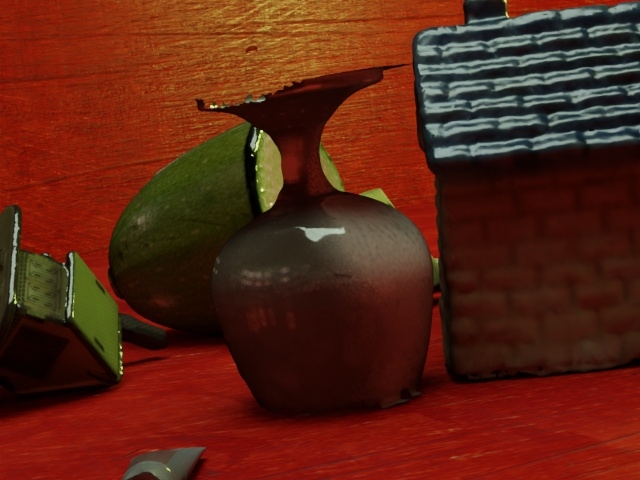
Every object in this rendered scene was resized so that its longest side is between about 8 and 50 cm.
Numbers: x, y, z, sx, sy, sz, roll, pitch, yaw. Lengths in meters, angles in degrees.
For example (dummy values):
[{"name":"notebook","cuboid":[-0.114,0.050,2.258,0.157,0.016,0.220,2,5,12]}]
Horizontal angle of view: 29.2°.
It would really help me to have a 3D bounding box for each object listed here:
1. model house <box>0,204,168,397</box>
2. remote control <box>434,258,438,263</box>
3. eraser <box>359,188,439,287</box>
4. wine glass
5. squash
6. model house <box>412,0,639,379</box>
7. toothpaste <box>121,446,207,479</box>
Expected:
[{"name":"model house","cuboid":[-0.295,0.123,1.473,0.279,0.218,0.205,24,-54,-27]},{"name":"remote control","cuboid":[0.141,0.057,1.896,0.313,0.055,0.109,-4,-2,-12]},{"name":"eraser","cuboid":[0.104,0.009,1.776,0.058,0.172,0.117,-39,-7,19]},{"name":"wine glass","cuboid":[0.000,0.000,1.224,0.238,0.323,0.238,-10,8,1]},{"name":"squash","cuboid":[-0.145,0.002,1.753,0.309,0.310,0.310,-16,1,25]},{"name":"model house","cuboid":[0.305,-0.089,1.395,0.395,0.400,0.445,-9,5,6]},{"name":"toothpaste","cuboid":[-0.129,0.185,0.971,0.067,0.043,0.194,-9,0,-1]}]
